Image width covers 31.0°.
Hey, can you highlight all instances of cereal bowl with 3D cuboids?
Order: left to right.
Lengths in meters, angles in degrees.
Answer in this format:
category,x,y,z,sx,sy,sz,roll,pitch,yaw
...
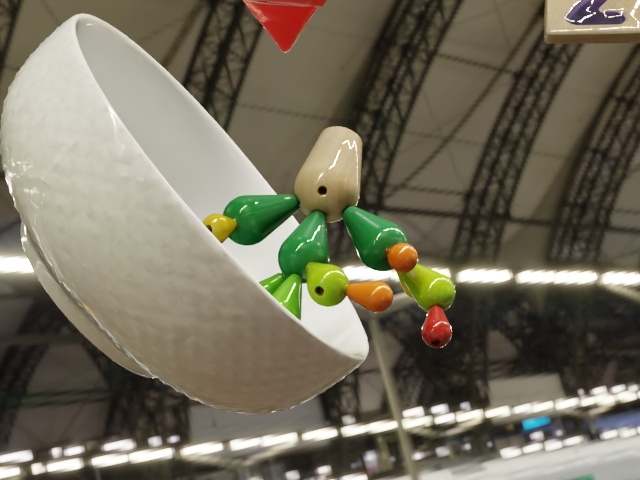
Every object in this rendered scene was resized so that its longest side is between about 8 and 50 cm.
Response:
category,x,y,z,sx,sy,sz,roll,pitch,yaw
cereal bowl,-0.119,0.001,0.876,0.141,0.339,0.339,-40,-21,8

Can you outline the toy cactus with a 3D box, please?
category,x,y,z,sx,sy,sz,roll,pitch,yaw
toy cactus,0.000,0.000,0.853,0.219,0.180,0.112,5,-35,17

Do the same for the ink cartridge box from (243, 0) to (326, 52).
category,x,y,z,sx,sy,sz,roll,pitch,yaw
ink cartridge box,-0.026,-0.259,0.805,0.078,0.134,0.231,-6,-39,-45

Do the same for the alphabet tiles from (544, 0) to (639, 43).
category,x,y,z,sx,sy,sz,roll,pitch,yaw
alphabet tiles,0.138,-0.153,0.499,0.237,0.198,0.009,0,-39,11
